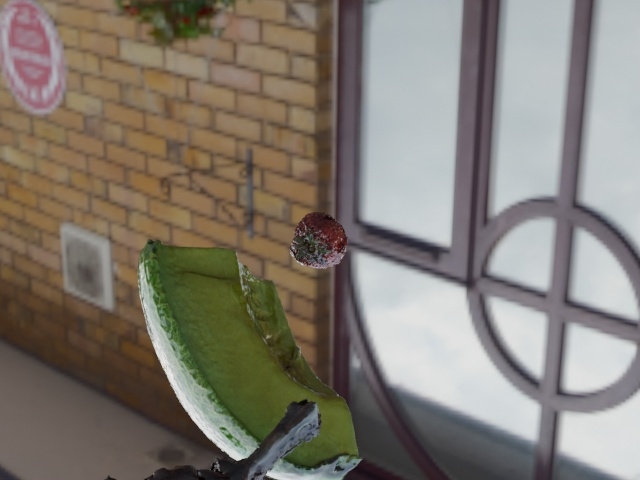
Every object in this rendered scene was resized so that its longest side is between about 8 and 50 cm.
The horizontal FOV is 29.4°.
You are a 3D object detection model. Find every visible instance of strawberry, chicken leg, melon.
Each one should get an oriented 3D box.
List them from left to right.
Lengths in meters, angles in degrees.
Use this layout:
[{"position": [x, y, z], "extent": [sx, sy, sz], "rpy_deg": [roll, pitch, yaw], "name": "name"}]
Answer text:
[{"position": [-0.097, 0.214, 1.073], "extent": [0.253, 0.106, 0.051], "rpy_deg": [-23, -137, -39], "name": "chicken leg"}, {"position": [-0.095, 0.184, 1.653], "extent": [0.226, 0.331, 0.343], "rpy_deg": [-18, -121, -2], "name": "melon"}, {"position": [0.000, 0.000, 1.722], "extent": [0.083, 0.083, 0.096], "rpy_deg": [4, -161, 8], "name": "strawberry"}]
